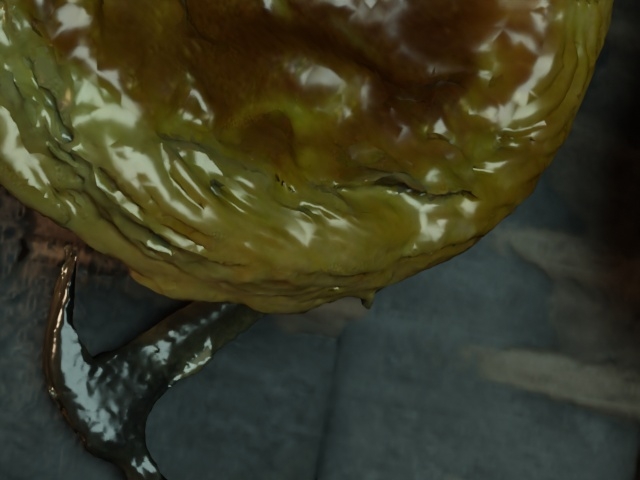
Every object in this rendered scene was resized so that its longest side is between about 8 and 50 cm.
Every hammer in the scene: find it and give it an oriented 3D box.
[{"bbox_3d":[0.000,0.000,0.866,0.297,0.027,0.125,-34,98,-22],"label":"hammer"}]

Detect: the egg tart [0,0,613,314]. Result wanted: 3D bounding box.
[{"bbox_3d":[-0.034,-0.141,0.799,0.352,0.150,0.352,2,86,-25],"label":"egg tart"}]
